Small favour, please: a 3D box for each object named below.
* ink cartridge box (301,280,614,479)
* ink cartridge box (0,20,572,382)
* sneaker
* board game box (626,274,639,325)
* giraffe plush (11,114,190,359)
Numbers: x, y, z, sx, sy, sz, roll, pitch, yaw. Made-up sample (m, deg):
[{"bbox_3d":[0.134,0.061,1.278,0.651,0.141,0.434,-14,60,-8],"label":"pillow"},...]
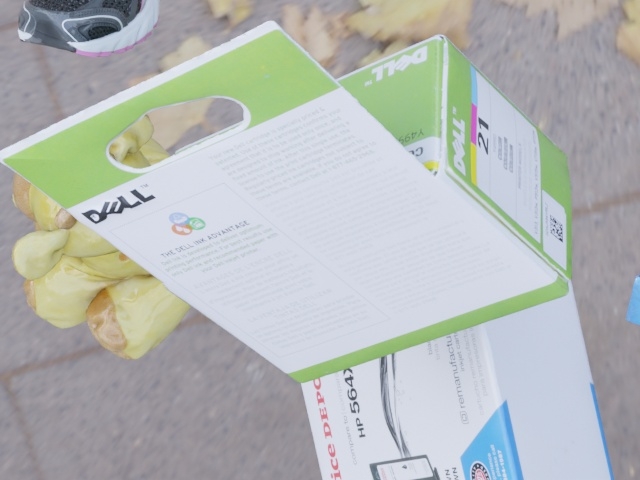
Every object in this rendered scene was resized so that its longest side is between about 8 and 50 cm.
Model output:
[{"bbox_3d":[0.082,0.115,1.245,0.203,0.086,0.148,-19,82,53],"label":"ink cartridge box"},{"bbox_3d":[-0.012,-0.042,1.008,0.189,0.097,0.255,-21,137,31],"label":"ink cartridge box"},{"bbox_3d":[-0.114,-0.169,1.068,0.072,0.178,0.077,10,127,18],"label":"sneaker"},{"bbox_3d":[0.341,0.061,1.352,0.211,0.160,0.039,17,104,24],"label":"board game box"},{"bbox_3d":[-0.153,-0.018,1.377,0.210,0.170,0.181,3,75,30],"label":"giraffe plush"}]
